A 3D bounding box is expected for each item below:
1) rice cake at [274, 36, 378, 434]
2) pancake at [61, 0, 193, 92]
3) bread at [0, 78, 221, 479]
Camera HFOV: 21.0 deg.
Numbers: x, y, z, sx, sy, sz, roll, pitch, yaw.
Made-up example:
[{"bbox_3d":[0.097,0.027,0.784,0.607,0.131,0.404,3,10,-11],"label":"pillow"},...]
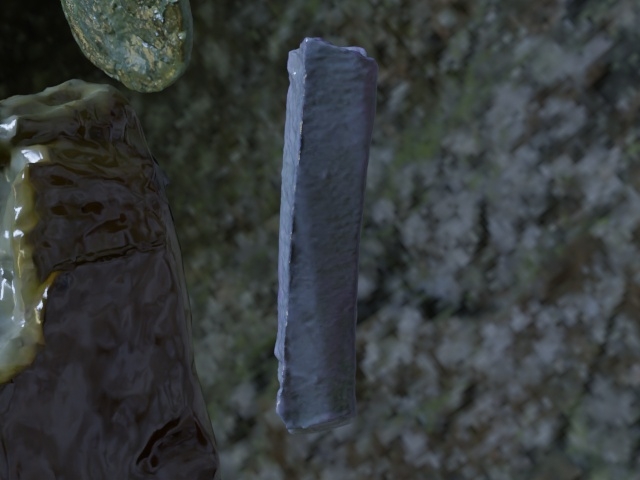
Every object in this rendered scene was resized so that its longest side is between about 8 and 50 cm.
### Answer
[{"bbox_3d":[0.000,0.000,1.376,0.073,0.056,0.365,-3,-61,-10],"label":"rice cake"},{"bbox_3d":[-0.129,-0.150,1.092,0.023,0.129,0.116,-31,-15,-33],"label":"pancake"},{"bbox_3d":[-0.186,0.126,0.779,0.191,0.370,0.314,-10,6,37],"label":"bread"}]
